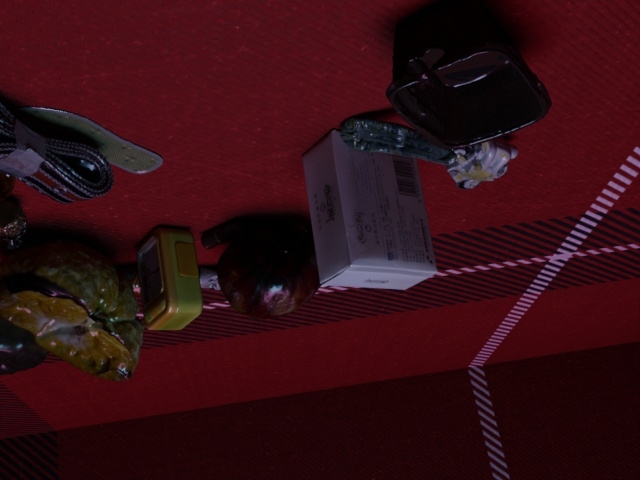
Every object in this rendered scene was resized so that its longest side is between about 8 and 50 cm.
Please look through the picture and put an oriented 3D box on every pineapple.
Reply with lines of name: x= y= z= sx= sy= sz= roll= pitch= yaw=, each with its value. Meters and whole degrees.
pineapple: x=-0.605 y=-0.027 z=1.751 sx=0.074 sy=0.074 sz=0.159 roll=-6 pitch=162 yaw=-10

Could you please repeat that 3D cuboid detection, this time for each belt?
belt: x=-0.482 y=-0.142 z=1.438 sx=0.094 sy=0.126 sz=0.359 roll=-19 pitch=155 yaw=25

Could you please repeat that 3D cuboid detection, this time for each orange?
orange: x=-0.529 y=0.130 z=1.930 sx=0.270 sy=0.210 sz=0.369 roll=-14 pitch=133 yaw=29

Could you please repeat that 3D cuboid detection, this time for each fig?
fig: x=-0.120 y=0.072 z=1.988 sx=0.263 sy=0.224 sz=0.224 roll=-15 pitch=160 yaw=38

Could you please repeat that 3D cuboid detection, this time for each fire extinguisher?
fire extinguisher: x=-0.204 y=-0.018 z=1.980 sx=0.132 sy=0.039 sz=0.056 roll=-23 pitch=-173 yaw=28

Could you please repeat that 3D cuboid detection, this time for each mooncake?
mooncake: x=-0.797 y=0.235 z=2.171 sx=0.290 sy=0.161 sz=0.290 roll=-9 pitch=160 yaw=-3

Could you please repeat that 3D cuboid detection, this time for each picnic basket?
picnic basket: x=0.231 y=-0.269 z=1.446 sx=0.222 sy=0.129 sz=0.297 roll=-20 pitch=156 yaw=25

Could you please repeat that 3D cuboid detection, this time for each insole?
insole: x=-0.403 y=-0.172 z=1.565 sx=0.109 sy=0.007 sz=0.322 roll=-23 pitch=154 yaw=29

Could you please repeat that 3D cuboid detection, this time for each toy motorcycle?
toy motorcycle: x=0.323 y=-0.166 z=1.809 sx=0.151 sy=0.074 sz=0.229 roll=-18 pitch=155 yaw=12

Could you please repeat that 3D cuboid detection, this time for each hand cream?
hand cream: x=-0.221 y=0.090 z=2.227 sx=0.256 sy=0.050 sz=0.084 roll=1 pitch=153 yaw=-32

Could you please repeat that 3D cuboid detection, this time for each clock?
clock: x=-0.332 y=0.084 z=1.953 sx=0.096 sy=0.202 sz=0.143 roll=4 pitch=153 yaw=-32

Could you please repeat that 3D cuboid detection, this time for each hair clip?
hair clip: x=0.143 y=-0.177 z=1.620 sx=0.229 sy=0.066 sz=0.036 roll=17 pitch=-156 yaw=23

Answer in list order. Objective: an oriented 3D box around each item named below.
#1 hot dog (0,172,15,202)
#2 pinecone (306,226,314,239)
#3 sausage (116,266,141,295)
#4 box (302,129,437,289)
hot dog: x=-0.605 y=-0.123 z=1.471 sx=0.160 sy=0.099 sz=0.227 roll=-18 pitch=158 yaw=18
pinecone: x=0.000 y=0.000 z=2.061 sx=0.077 sy=0.077 sz=0.083 roll=-11 pitch=-162 yaw=2
sausage: x=-0.425 y=0.094 z=2.112 sx=0.263 sy=0.083 sz=0.083 roll=-8 pitch=158 yaw=-11
box: x=0.092 y=-0.052 z=1.713 sx=0.203 sy=0.274 sz=0.116 roll=5 pitch=156 yaw=-33
